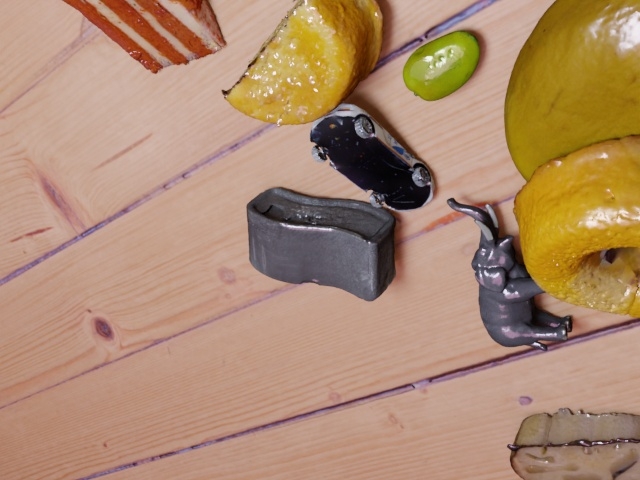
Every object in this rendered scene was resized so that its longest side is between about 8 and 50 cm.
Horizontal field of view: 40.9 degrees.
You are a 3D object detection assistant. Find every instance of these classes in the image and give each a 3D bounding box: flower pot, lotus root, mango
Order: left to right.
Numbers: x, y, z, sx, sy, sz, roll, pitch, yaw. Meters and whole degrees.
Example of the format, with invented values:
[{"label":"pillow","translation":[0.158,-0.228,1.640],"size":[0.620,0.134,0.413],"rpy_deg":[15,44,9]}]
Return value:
[{"label":"flower pot","translation":[0.000,0.000,1.276],"size":[0.229,0.103,0.108],"rpy_deg":[13,127,19]},{"label":"mango","translation":[0.153,-0.220,1.074],"size":[0.073,0.056,0.108],"rpy_deg":[41,128,-13]},{"label":"lotus root","translation":[0.429,0.340,1.334],"size":[0.261,0.074,0.170],"rpy_deg":[-2,123,25]},{"label":"mango","translation":[0.316,-0.184,0.966],"size":[0.195,0.142,0.331],"rpy_deg":[41,138,-4]}]

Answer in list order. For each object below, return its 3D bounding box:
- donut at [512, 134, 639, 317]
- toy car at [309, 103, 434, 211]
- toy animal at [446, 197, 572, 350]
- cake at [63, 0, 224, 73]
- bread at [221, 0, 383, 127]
[{"label":"donut","translation":[0.381,0.001,1.016],"size":[0.303,0.110,0.303],"rpy_deg":[7,151,4]},{"label":"toy car","translation":[0.074,-0.110,1.180],"size":[0.205,0.056,0.095],"rpy_deg":[35,136,-30]},{"label":"toy animal","translation":[0.274,0.050,1.193],"size":[0.137,0.082,0.269],"rpy_deg":[-7,121,28]},{"label":"cake","translation":[-0.251,-0.325,1.126],"size":[0.158,0.159,0.262],"rpy_deg":[-10,120,28]},{"label":"bread","translation":[-0.014,-0.230,1.090],"size":[0.139,0.143,0.229],"rpy_deg":[43,132,-7]}]
